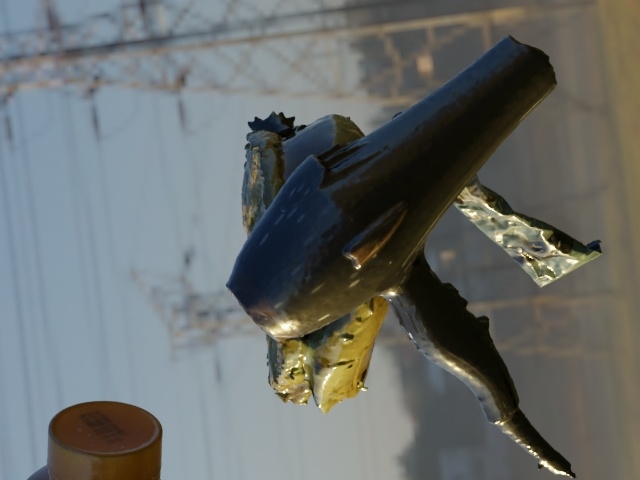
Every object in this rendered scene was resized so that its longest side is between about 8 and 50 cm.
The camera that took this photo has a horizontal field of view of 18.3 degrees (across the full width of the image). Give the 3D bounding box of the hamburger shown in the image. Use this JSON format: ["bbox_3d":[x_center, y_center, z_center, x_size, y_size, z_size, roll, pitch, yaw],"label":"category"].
[{"bbox_3d":[0.000,0.000,1.951,0.211,0.132,0.309,112,153,-66],"label":"hamburger"}]

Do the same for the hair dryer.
[{"bbox_3d":[0.126,0.043,1.584,0.359,0.303,0.120,51,176,-22],"label":"hair dryer"}]

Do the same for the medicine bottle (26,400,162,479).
[{"bbox_3d":[-0.195,0.265,1.784,0.149,0.112,0.222,36,129,50],"label":"medicine bottle"}]

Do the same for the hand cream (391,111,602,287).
[{"bbox_3d":[0.153,-0.043,1.818,0.248,0.075,0.052,36,-114,-29],"label":"hand cream"}]
